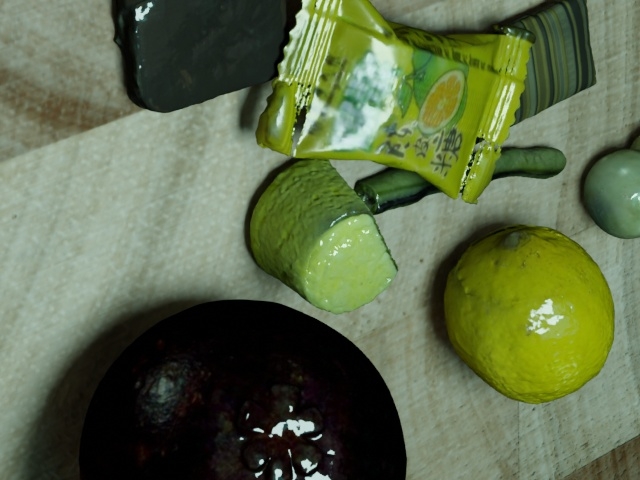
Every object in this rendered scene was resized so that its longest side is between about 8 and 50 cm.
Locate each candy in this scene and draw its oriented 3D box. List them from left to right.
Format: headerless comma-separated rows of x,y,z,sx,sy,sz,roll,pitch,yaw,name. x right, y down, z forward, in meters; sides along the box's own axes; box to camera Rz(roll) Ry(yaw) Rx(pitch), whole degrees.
0.080,-0.141,1.598,0.297,0.081,0.187,11,100,-39,candy

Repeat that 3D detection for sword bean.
0.149,-0.065,1.744,0.269,0.038,0.043,-11,131,-36,sword bean

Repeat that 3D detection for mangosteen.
-0.063,0.198,1.551,0.297,0.297,0.313,-57,167,-1,mangosteen

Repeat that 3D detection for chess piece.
0.398,-0.083,1.890,0.243,0.133,0.133,-29,128,-20,chess piece

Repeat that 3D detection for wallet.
-0.100,-0.259,1.433,0.165,0.042,0.309,-24,127,-32,wallet

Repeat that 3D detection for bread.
0.000,0.000,1.604,0.111,0.114,0.129,-40,129,-9,bread

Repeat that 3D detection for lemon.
0.216,0.076,1.782,0.180,0.180,0.193,-52,162,-6,lemon

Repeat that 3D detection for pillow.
0.193,-0.168,1.725,0.203,0.038,0.113,-26,121,-24,pillow
